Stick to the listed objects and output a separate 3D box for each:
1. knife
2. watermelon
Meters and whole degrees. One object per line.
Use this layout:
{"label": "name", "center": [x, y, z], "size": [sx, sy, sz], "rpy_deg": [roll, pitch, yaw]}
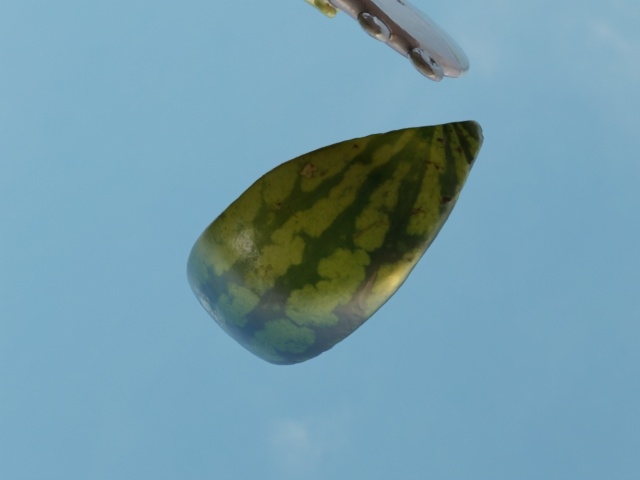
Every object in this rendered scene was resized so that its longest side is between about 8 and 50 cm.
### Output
{"label": "knife", "center": [-0.057, -0.235, 1.433], "size": [0.399, 0.132, 0.038], "rpy_deg": [38, -73, -1]}
{"label": "watermelon", "center": [0.004, 0.023, 1.634], "size": [0.303, 0.159, 0.128], "rpy_deg": [-40, -116, 36]}
